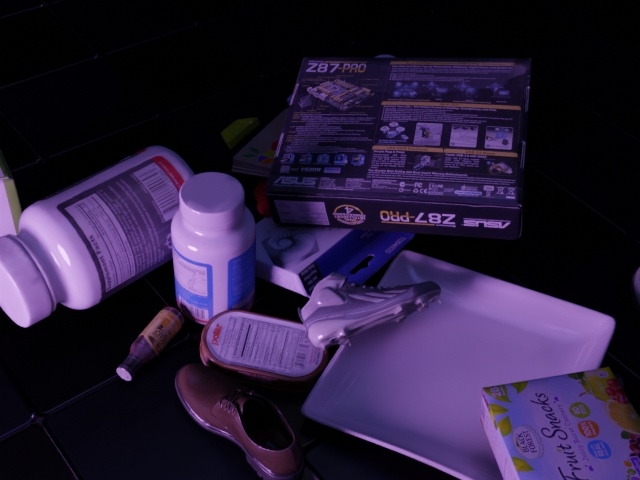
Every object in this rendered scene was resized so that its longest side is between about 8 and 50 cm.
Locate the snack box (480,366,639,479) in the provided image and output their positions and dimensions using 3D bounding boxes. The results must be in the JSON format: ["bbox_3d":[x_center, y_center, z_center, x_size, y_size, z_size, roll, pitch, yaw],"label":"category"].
[{"bbox_3d":[0.305,0.258,1.035,0.174,0.070,0.207,-8,34,-3],"label":"snack box"}]

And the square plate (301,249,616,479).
[{"bbox_3d":[0.203,0.186,1.217,0.347,0.049,0.344,19,49,21],"label":"square plate"}]

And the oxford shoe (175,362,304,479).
[{"bbox_3d":[-0.107,0.222,1.145,0.227,0.096,0.083,31,51,26],"label":"oxford shoe"}]

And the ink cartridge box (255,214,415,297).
[{"bbox_3d":[0.000,0.000,1.379,0.224,0.045,0.223,20,44,35],"label":"ink cartridge box"}]

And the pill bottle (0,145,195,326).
[{"bbox_3d":[-0.338,-0.005,1.295,0.176,0.176,0.318,37,52,28],"label":"pill bottle"}]

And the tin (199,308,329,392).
[{"bbox_3d":[-0.081,0.157,1.243,0.190,0.040,0.106,11,47,1],"label":"tin"}]

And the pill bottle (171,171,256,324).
[{"bbox_3d":[-0.156,0.012,1.264,0.124,0.221,0.124,3,44,-3],"label":"pill bottle"}]

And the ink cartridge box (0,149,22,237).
[{"bbox_3d":[-0.578,-0.017,1.272,0.255,0.189,0.097,-19,50,-23],"label":"ink cartridge box"}]

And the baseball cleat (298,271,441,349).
[{"bbox_3d":[0.068,0.080,1.237,0.206,0.072,0.109,-20,65,-15],"label":"baseball cleat"}]

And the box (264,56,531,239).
[{"bbox_3d":[0.135,-0.162,1.391,0.395,0.097,0.318,3,56,13],"label":"box"}]

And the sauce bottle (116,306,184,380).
[{"bbox_3d":[-0.246,0.150,1.243,0.042,0.042,0.128,21,48,15],"label":"sauce bottle"}]

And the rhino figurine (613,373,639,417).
[{"bbox_3d":[0.415,0.263,1.172,0.106,0.073,0.243,-9,43,-5],"label":"rhino figurine"}]

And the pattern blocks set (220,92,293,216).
[{"bbox_3d":[-0.063,-0.172,1.556,0.285,0.026,0.325,25,55,39],"label":"pattern blocks set"}]

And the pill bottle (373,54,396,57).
[{"bbox_3d":[0.168,-0.229,1.595,0.152,0.152,0.272,-14,48,-20],"label":"pill bottle"}]

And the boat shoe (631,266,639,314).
[{"bbox_3d":[0.680,0.167,1.242,0.187,0.156,0.500,-26,51,-26],"label":"boat shoe"}]
